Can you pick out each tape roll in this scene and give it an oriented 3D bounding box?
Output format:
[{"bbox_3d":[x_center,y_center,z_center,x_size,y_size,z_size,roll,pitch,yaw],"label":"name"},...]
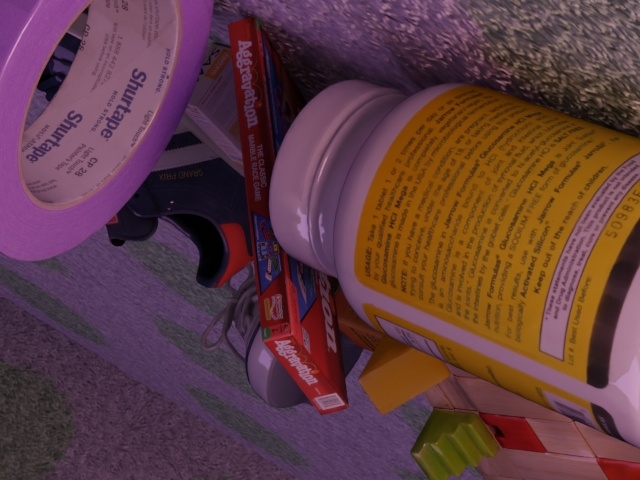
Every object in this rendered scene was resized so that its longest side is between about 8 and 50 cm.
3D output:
[{"bbox_3d":[-0.192,-0.126,1.333,0.090,0.275,0.275,28,165,19],"label":"tape roll"}]

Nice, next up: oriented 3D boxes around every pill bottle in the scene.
[{"bbox_3d":[0.133,0.001,1.232,0.334,0.188,0.188,23,163,36],"label":"pill bottle"}]

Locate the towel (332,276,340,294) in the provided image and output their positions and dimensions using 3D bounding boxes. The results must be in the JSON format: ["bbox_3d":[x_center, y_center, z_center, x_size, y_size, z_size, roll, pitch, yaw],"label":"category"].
[{"bbox_3d":[0.051,0.073,1.986,0.237,0.021,0.102,35,165,-6],"label":"towel"}]

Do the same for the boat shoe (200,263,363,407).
[{"bbox_3d":[-0.055,0.093,2.066,0.156,0.136,0.367,37,-178,13],"label":"boat shoe"}]

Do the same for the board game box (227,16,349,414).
[{"bbox_3d":[-0.025,-0.020,1.416,0.027,0.281,0.145,-14,150,11],"label":"board game box"}]

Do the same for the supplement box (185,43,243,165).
[{"bbox_3d":[-0.072,-0.113,1.551,0.036,0.062,0.098,20,160,46],"label":"supplement box"}]

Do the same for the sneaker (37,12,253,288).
[{"bbox_3d":[-0.188,-0.085,1.719,0.350,0.148,0.131,37,165,-16],"label":"sneaker"}]

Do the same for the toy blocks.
[{"bbox_3d":[0.215,0.111,1.502,0.261,0.191,0.381,2,139,40],"label":"toy blocks"}]

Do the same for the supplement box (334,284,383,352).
[{"bbox_3d":[0.119,0.090,1.783,0.233,0.080,0.078,17,161,42],"label":"supplement box"}]
